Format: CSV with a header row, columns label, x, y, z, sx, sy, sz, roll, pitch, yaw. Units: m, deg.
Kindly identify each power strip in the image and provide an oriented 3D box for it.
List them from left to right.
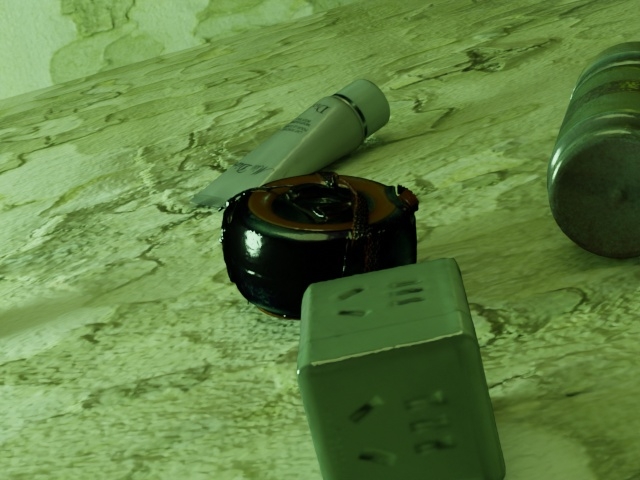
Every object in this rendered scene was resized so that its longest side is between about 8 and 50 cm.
label,x,y,z,sx,sy,sz,roll,pitch,yaw
power strip,0.063,0.103,1.066,0.140,0.139,0.224,-13,20,6

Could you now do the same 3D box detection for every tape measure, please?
label,x,y,z,sx,sy,sz,roll,pitch,yaw
tape measure,0.000,0.000,1.392,0.202,0.135,0.223,-14,23,-28

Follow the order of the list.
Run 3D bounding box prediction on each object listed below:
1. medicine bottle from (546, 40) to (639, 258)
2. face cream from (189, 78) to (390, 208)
label,x,y,z,sx,sy,sz,roll,pitch,yaw
medicine bottle,0.337,-0.106,1.426,0.151,0.151,0.322,-6,21,20
face cream,-0.033,-0.124,1.853,0.314,0.089,0.143,-37,28,-26
